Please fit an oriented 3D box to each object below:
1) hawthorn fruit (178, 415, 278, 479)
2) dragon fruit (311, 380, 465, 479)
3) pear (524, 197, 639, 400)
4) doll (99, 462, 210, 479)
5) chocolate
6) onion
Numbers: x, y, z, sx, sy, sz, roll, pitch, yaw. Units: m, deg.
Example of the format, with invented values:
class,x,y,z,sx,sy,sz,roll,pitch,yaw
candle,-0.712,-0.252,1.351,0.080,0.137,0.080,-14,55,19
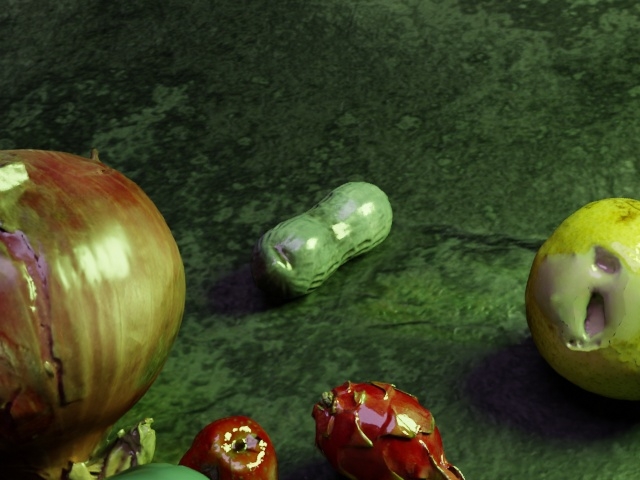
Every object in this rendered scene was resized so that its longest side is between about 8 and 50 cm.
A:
class,x,y,z,sx,sy,sz,roll,pitch,yaw
hawthorn fruit,-0.076,0.189,1.663,0.093,0.093,0.093,-4,41,3
dragon fruit,0.077,0.189,1.661,0.190,0.094,0.094,38,54,10
pear,0.265,0.055,1.715,0.178,0.178,0.178,-4,41,3
doll,-0.112,0.296,1.490,0.177,0.161,0.260,-15,39,-12
chocolate,0.000,0.000,1.886,0.167,0.072,0.072,-35,48,-30
onion,-0.276,0.051,1.690,0.354,0.353,0.353,-4,41,3
